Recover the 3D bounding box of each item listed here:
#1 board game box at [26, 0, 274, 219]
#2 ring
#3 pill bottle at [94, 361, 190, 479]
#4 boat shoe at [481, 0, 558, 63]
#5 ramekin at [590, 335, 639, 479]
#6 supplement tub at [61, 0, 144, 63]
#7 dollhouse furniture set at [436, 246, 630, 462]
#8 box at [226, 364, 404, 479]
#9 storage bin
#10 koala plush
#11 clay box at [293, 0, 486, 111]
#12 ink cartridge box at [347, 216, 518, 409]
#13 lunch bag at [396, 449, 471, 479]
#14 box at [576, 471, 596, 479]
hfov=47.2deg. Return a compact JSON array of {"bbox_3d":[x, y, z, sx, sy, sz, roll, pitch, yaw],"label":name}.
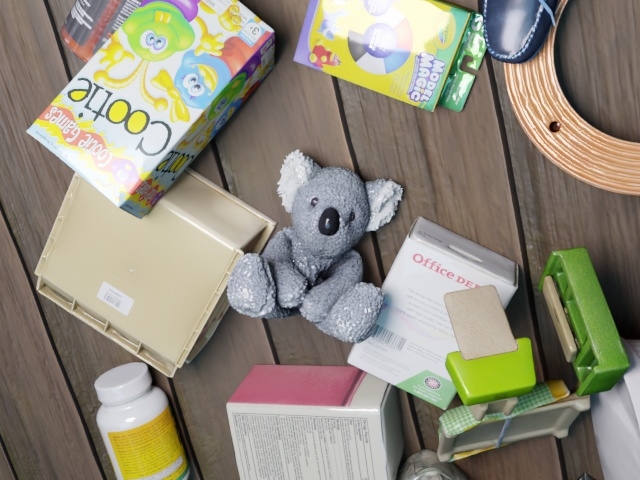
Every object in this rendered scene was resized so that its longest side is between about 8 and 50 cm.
[{"bbox_3d":[-0.198,-0.180,0.909,0.144,0.142,0.275,39,85,0],"label":"board game box"},{"bbox_3d":[0.375,-0.218,0.818,0.337,0.032,0.336,4,100,24],"label":"ring"},{"bbox_3d":[-0.295,0.311,1.198,0.118,0.117,0.208,-8,107,19],"label":"pill bottle"},{"bbox_3d":[0.214,-0.328,0.808,0.109,0.089,0.258,7,102,26],"label":"boat shoe"},{"bbox_3d":[0.423,0.244,0.886,0.127,0.273,0.272,-9,107,8],"label":"ramekin"},{"bbox_3d":[-0.250,-0.322,0.958,0.106,0.106,0.198,41,116,-1],"label":"supplement tub"},{"bbox_3d":[0.237,0.160,0.943,0.198,0.151,0.301,-11,150,-2],"label":"dollhouse furniture set"},{"bbox_3d":[-0.003,0.278,1.092,0.233,0.127,0.148,-2,109,17],"label":"box"},{"bbox_3d":[-0.249,0.024,1.077,0.262,0.123,0.260,32,116,3],"label":"storage bin"},{"bbox_3d":[0.000,0.000,0.985,0.196,0.203,0.221,14,92,2],"label":"koala plush"},{"bbox_3d":[0.090,-0.249,0.911,0.222,0.053,0.127,22,115,9],"label":"clay box"},{"bbox_3d":[0.152,0.098,0.999,0.154,0.093,0.212,25,116,5],"label":"ink cartridge box"},{"bbox_3d":[0.132,0.483,1.014,0.212,0.256,0.305,45,93,0],"label":"lunch bag"},{"bbox_3d":[0.413,0.453,1.059,0.180,0.077,0.147,35,115,2],"label":"box"}]
